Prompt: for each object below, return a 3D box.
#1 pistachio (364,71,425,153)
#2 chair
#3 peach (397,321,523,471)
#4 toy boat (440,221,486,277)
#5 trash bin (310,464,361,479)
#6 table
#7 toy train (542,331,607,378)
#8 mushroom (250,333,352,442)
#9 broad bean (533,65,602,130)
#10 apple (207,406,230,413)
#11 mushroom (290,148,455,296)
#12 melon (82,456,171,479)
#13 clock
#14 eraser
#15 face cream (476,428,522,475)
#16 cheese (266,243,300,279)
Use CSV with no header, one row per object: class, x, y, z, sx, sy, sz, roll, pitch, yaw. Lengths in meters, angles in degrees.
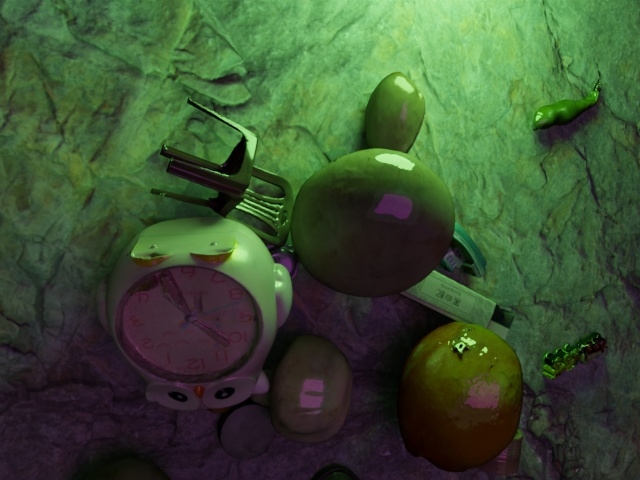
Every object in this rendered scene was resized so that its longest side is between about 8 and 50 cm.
pistachio,0.174,-0.292,1.284,0.144,0.144,0.215,9,98,-25
chair,-0.163,-0.120,1.108,0.327,0.183,0.175,19,62,-25
peach,0.352,0.397,1.351,0.373,0.290,0.372,-30,127,-49
toy boat,0.355,0.030,1.425,0.102,0.088,0.215,-43,112,-10
trash bin,0.064,0.725,1.289,0.219,0.250,0.219,-43,111,-7
table,-0.174,0.441,1.259,0.134,0.043,0.133,-3,98,-24
toy train,0.805,0.360,1.689,0.250,0.053,0.085,-15,110,-22
mushroom,-0.049,0.332,1.225,0.235,0.254,0.260,7,106,19
broad bean,0.718,-0.392,1.559,0.318,0.056,0.098,-36,103,-22
apple,-0.230,0.345,1.204,0.071,0.084,0.083,20,88,-52
mushroom,0.113,-0.050,1.202,0.363,0.294,0.362,-1,128,-2
melon,-0.422,0.583,1.065,0.317,0.223,0.223,-47,112,-12
clock,-0.239,0.145,1.068,0.369,0.250,0.376,-3,115,-5
eraser,0.339,0.155,1.425,0.404,0.098,0.096,26,85,-25
face cream,0.488,0.579,1.516,0.149,0.149,0.104,5,93,-25
cheese,-0.127,0.072,1.236,0.191,0.042,0.105,-28,106,-18
